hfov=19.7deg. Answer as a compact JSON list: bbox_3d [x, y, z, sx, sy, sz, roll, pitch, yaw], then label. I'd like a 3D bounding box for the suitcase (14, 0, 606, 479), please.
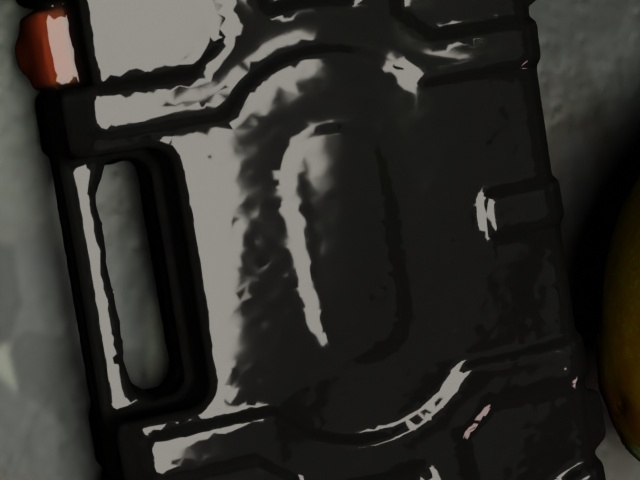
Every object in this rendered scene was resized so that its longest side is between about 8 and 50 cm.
[{"bbox_3d":[0.000,0.000,0.723,0.206,0.066,0.286,-11,96,-20],"label":"suitcase"}]

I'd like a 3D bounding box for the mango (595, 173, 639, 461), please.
[{"bbox_3d":[0.185,-0.011,0.763,0.111,0.125,0.233,26,90,7],"label":"mango"}]
